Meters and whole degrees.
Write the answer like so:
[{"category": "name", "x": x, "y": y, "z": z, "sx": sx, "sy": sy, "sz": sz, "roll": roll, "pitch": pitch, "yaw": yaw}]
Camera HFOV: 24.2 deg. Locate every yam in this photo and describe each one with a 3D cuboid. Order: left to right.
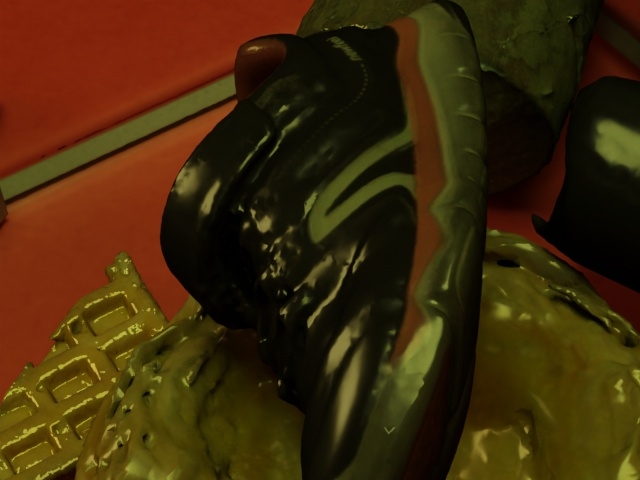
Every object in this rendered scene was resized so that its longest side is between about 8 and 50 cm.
[{"category": "yam", "x": 0.087, "y": -0.149, "z": 0.867, "sx": 0.161, "sy": 0.161, "sz": 0.268, "roll": 12, "pitch": 51, "yaw": 13}]

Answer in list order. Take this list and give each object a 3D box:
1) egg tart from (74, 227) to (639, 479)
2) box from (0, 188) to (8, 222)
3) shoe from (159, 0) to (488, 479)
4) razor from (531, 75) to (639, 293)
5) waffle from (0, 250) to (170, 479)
[{"category": "egg tart", "x": 0.030, "y": 0.109, "z": 0.668, "sx": 0.288, "sy": 0.118, "sz": 0.288, "roll": -3, "pitch": 49, "yaw": 3}, {"category": "box", "x": -0.317, "y": -0.021, "z": 0.836, "sx": 0.233, "sy": 0.067, "sz": 0.149, "roll": 20, "pitch": 51, "yaw": 19}, {"category": "shoe", "x": 0.000, "y": 0.000, "z": 0.622, "sx": 0.137, "sy": 0.114, "sz": 0.291, "roll": 1, "pitch": 45, "yaw": 3}, {"category": "razor", "x": 0.276, "y": 0.010, "z": 0.702, "sx": 0.349, "sy": 0.204, "sz": 0.113, "roll": 14, "pitch": 95, "yaw": 16}, {"category": "waffle", "x": -0.159, "y": 0.085, "z": 0.754, "sx": 0.191, "sy": 0.032, "sz": 0.125, "roll": -24, "pitch": 53, "yaw": -19}]
